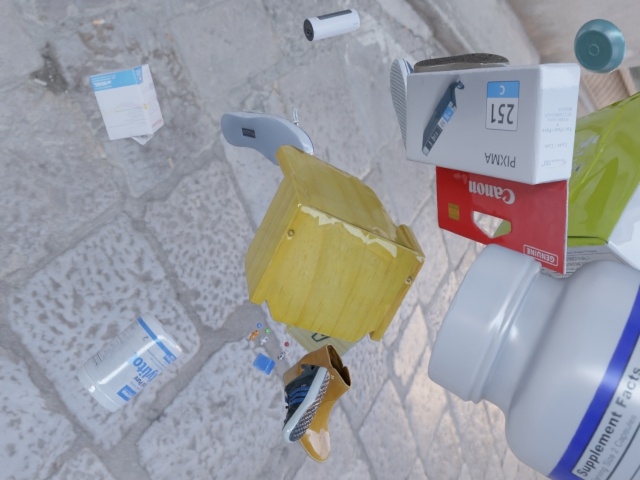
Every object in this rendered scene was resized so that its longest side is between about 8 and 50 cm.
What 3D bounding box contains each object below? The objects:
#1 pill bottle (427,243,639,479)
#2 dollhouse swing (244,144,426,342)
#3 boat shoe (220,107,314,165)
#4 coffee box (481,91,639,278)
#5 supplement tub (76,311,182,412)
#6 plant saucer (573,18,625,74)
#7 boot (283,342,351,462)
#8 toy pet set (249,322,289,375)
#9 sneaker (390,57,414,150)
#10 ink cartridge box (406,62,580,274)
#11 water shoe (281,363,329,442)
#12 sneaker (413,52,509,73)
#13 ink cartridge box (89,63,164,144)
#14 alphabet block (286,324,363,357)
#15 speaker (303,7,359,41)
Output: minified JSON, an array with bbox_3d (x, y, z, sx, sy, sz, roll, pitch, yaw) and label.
[{"bbox_3d":[0.216,0.104,0.358,0.152,0.272,0.152,-45,148,-38],"label":"pill bottle"},{"bbox_3d":[0.000,0.000,1.272,0.346,0.305,0.315,21,102,-32],"label":"dollhouse swing"},{"bbox_3d":[-0.116,-0.299,1.559,0.156,0.367,0.136,-24,121,-36],"label":"boat shoe"},{"bbox_3d":[0.555,-0.021,0.946,0.334,0.338,0.338,37,79,-8],"label":"coffee box"},{"bbox_3d":[-0.229,0.146,0.676,0.107,0.071,0.071,-43,126,-15],"label":"supplement tub"},{"bbox_3d":[0.592,-0.412,1.198,0.021,0.119,0.119,-31,117,-22],"label":"plant saucer"},{"bbox_3d":[0.012,0.460,1.582,0.104,0.211,0.295,2,59,-50],"label":"boot"},{"bbox_3d":[-0.151,0.319,1.607,0.122,0.065,0.114,37,76,-21],"label":"toy pet set"},{"bbox_3d":[0.317,-0.437,1.817,0.127,0.126,0.321,-12,89,-13],"label":"sneaker"},{"bbox_3d":[0.224,-0.109,0.793,0.066,0.296,0.261,-9,106,-20],"label":"ink cartridge box"},{"bbox_3d":[-0.050,0.361,1.245,0.203,0.080,0.073,-51,146,-48],"label":"water shoe"},{"bbox_3d":[0.285,-0.335,1.137,0.066,0.188,0.071,-70,156,-51],"label":"sneaker"},{"bbox_3d":[-0.378,-0.266,1.106,0.092,0.089,0.143,-86,168,-66],"label":"ink cartridge box"},{"bbox_3d":[0.019,0.271,1.872,0.197,0.193,0.192,45,8,-12],"label":"alphabet block"},{"bbox_3d":[0.027,-0.534,1.383,0.136,0.055,0.055,-21,109,-21],"label":"speaker"}]
